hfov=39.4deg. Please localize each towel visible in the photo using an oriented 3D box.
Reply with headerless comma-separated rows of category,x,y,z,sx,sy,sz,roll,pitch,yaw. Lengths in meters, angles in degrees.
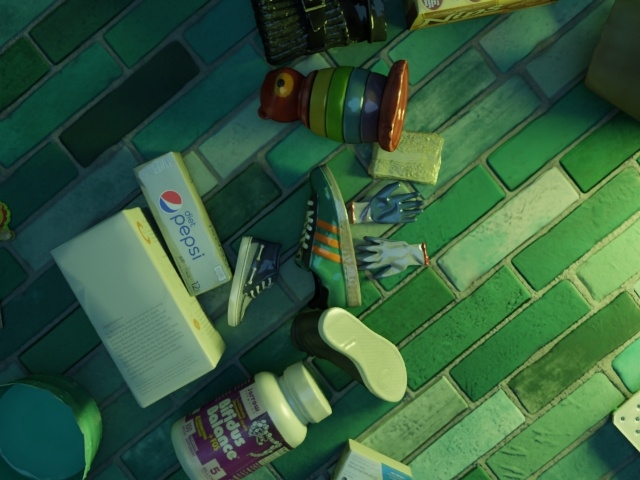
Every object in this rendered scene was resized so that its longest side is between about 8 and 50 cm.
towel,0.177,-0.176,1.848,0.148,0.027,0.110,7,93,-1

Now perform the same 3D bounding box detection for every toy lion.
toy lion,-0.687,-0.031,1.856,0.100,0.034,0.096,-29,86,2

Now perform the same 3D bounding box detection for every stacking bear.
stacking bear,0.019,-0.276,1.779,0.289,0.164,0.175,10,84,10

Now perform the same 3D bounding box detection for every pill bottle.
pill bottle,-0.136,0.371,1.813,0.301,0.169,0.169,-31,93,2

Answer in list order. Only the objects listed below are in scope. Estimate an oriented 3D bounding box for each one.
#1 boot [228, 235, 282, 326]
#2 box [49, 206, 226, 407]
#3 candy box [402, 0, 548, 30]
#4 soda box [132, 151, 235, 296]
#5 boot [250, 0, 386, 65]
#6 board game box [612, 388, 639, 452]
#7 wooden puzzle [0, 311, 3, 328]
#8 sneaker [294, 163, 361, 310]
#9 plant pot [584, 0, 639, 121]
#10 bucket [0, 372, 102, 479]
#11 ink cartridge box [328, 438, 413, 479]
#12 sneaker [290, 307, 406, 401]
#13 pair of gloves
boot,-0.135,0.090,1.843,0.086,0.069,0.190,11,92,2
box,-0.351,0.123,1.772,0.168,0.215,0.345,-29,93,2
candy box,0.327,-0.493,1.749,0.316,0.183,0.088,-10,93,0
soda box,-0.275,-0.036,1.821,0.091,0.098,0.286,-24,93,3
boot,-0.017,-0.536,1.772,0.260,0.131,0.348,-8,94,0
board game box,0.874,0.378,1.876,0.390,0.050,0.390,-43,92,3
wooden puzzle,-0.704,0.154,1.875,0.078,0.014,0.116,0,94,4
sneaker,0.000,0.000,1.819,0.121,0.108,0.302,-11,95,-4
plant pot,0.679,-0.347,1.724,0.280,0.323,0.323,23,94,15
bucket,-0.581,0.405,1.807,0.281,0.183,0.281,0,93,0
ink cartridge box,0.083,0.543,1.866,0.148,0.086,0.203,25,93,-2
sneaker,0.056,0.230,1.847,0.296,0.147,0.105,45,64,-31
pair of gloves,0.143,-0.021,1.862,0.159,0.023,0.198,-6,95,-2
